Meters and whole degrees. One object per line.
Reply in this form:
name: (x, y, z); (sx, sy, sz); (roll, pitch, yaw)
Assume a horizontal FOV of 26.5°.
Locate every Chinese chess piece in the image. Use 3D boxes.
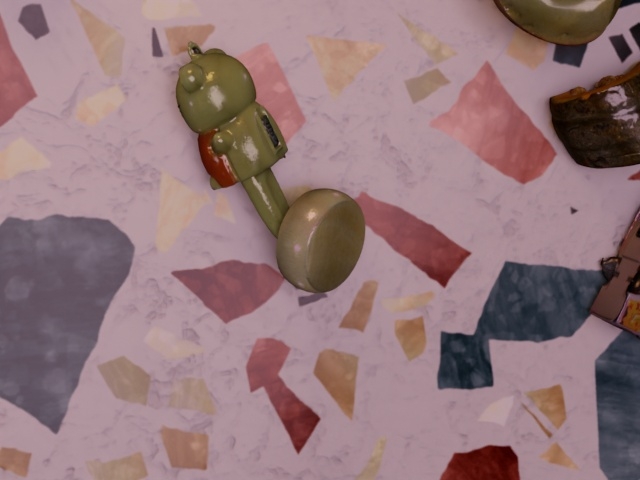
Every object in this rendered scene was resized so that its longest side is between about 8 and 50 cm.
Chinese chess piece: (0.000, 0.000, 1.838); (0.144, 0.058, 0.144); (-30, 129, -45)

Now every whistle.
whistle: (-0.111, -0.134, 1.811); (0.106, 0.131, 0.288); (-20, 103, 22)

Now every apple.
apple: (0.326, -0.373, 1.845); (0.188, 0.174, 0.207); (21, 94, 8)

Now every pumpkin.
pumpkin: (0.460, -0.186, 1.910); (0.248, 0.126, 0.131); (-26, 102, -8)

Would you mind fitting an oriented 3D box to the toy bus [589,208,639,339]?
toy bus: (0.495, 0.007, 1.955); (0.112, 0.090, 0.274); (27, 90, -19)
